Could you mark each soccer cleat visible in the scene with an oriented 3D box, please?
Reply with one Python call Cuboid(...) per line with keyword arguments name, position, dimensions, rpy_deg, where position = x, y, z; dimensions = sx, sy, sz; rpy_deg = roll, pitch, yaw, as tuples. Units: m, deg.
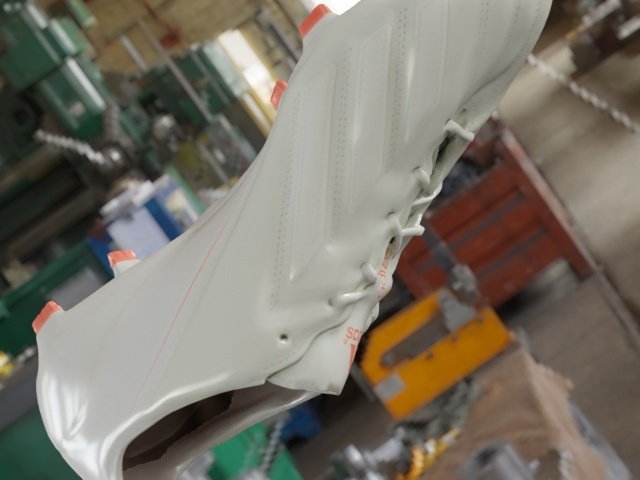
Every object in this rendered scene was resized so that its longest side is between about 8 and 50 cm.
Cuboid(name="soccer cleat", position=(0.000, 0.000, 0.422), dimensions=(0.196, 0.076, 0.068), rpy_deg=(-45, -33, 13))
